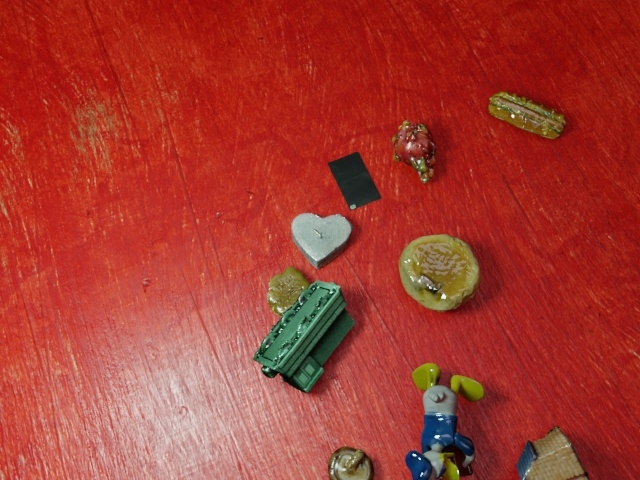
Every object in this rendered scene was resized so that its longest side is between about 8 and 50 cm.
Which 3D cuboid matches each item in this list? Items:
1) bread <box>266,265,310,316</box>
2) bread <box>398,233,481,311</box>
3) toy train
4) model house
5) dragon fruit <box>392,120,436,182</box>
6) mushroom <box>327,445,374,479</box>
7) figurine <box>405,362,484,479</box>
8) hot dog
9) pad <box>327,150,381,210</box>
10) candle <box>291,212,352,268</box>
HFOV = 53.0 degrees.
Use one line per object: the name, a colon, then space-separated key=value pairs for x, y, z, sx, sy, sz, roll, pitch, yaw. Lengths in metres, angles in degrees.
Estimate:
bread: x=-0.097 y=0.156 z=1.923 sx=0.140 sy=0.069 sz=0.128 roll=-39 pitch=72 yaw=-15
bread: x=0.352 y=0.101 z=1.904 sx=0.244 sy=0.134 sz=0.245 roll=-1 pitch=69 yaw=4
toy train: x=-0.034 y=0.273 z=1.821 sx=0.330 sy=0.178 sz=0.138 roll=-49 pitch=31 yaw=-22
model house: x=0.604 y=0.619 z=1.686 sx=0.172 sy=0.166 sz=0.183 roll=-28 pitch=85 yaw=6
dragon fruit: x=0.311 y=-0.282 z=2.061 sx=0.149 sy=0.133 sz=0.208 roll=-16 pitch=78 yaw=-13
mushroom: x=0.079 y=0.616 z=1.722 sx=0.127 sy=0.087 sz=0.127 roll=0 pitch=64 yaw=1
figurine: x=0.300 y=0.529 z=1.683 sx=0.204 sy=0.284 sz=0.338 roll=-3 pitch=21 yaw=29
hot dog: x=0.688 y=-0.419 z=2.143 sx=0.268 sy=0.072 sz=0.115 roll=23 pitch=78 yaw=9
pad: x=0.110 y=-0.196 z=2.098 sx=0.116 sy=0.004 sz=0.193 roll=-21 pitch=68 yaw=-8
candle: x=0.000 y=0.000 z=1.985 sx=0.192 sy=0.068 sz=0.169 roll=6 pitch=65 yaw=5
